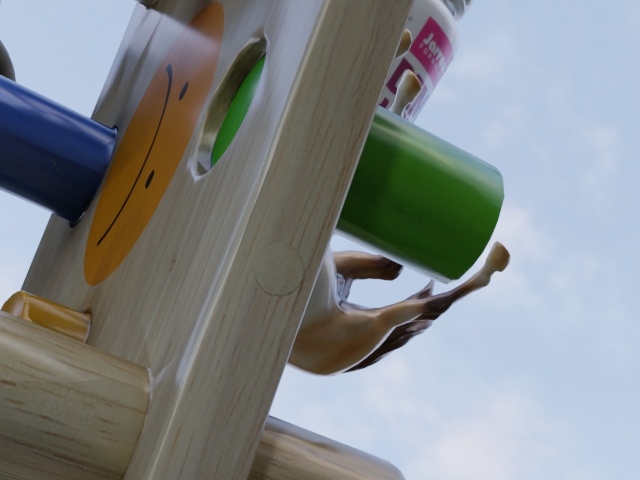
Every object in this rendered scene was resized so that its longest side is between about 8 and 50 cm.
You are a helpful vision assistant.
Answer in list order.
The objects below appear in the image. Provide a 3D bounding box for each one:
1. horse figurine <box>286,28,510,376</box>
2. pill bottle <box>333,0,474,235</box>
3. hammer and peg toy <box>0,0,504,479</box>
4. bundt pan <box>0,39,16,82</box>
[{"bbox_3d":[0.000,0.000,0.743,0.174,0.066,0.263,-35,-44,-5],"label":"horse figurine"},{"bbox_3d":[0.024,-0.160,1.258,0.160,0.283,0.160,30,-11,7],"label":"pill bottle"},{"bbox_3d":[-0.027,-0.073,0.451,0.127,0.361,0.266,24,-14,-19],"label":"hammer and peg toy"},{"bbox_3d":[-0.353,-0.082,0.812,0.331,0.124,0.331,-19,-57,-32],"label":"bundt pan"}]
